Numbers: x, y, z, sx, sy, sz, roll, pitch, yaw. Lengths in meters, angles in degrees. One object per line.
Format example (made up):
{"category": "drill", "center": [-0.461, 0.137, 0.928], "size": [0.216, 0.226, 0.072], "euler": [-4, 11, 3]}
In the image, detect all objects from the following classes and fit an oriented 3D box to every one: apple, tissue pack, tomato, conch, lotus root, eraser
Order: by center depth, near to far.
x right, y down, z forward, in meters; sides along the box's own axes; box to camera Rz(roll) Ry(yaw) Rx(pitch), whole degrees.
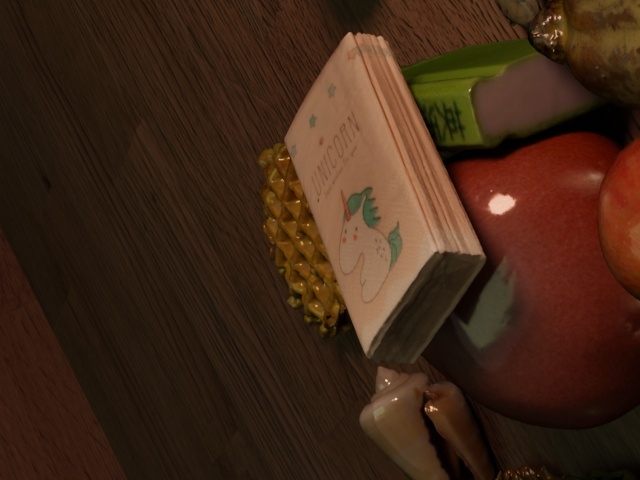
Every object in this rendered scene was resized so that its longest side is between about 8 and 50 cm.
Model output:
{"category": "apple", "center": [0.366, -0.014, 1.644], "size": [0.164, 0.209, 0.209], "euler": [-73, -22, -61]}
{"category": "lotus root", "center": [0.318, -0.208, 1.645], "size": [0.309, 0.173, 0.173], "euler": [10, 119, 60]}
{"category": "tissue pack", "center": [0.060, -0.047, 1.797], "size": [0.170, 0.071, 0.325], "euler": [-61, 35, 37]}
{"category": "tomato", "center": [0.223, 0.046, 1.866], "size": [0.341, 0.273, 0.341], "euler": [22, 116, 54]}
{"category": "eraser", "center": [0.172, -0.159, 1.900], "size": [0.274, 0.210, 0.092], "euler": [2, 111, 60]}
{"category": "conch", "center": [0.162, 0.266, 2.378], "size": [0.158, 0.127, 0.255], "euler": [-27, 109, 35]}

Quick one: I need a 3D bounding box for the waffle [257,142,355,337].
{"category": "waffle", "center": [-0.003, 0.001, 2.523], "size": [0.307, 0.060, 0.312], "euler": [23, 129, 58]}

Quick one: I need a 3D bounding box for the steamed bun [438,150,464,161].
{"category": "steamed bun", "center": [0.134, -0.080, 2.143], "size": [0.175, 0.106, 0.145], "euler": [50, 149, 37]}

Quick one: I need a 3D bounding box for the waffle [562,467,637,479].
{"category": "waffle", "center": [0.345, 0.372, 2.091], "size": [0.214, 0.054, 0.208], "euler": [-8, 104, 41]}

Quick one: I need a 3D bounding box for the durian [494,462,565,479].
{"category": "durian", "center": [0.287, 0.421, 2.244], "size": [0.186, 0.154, 0.260], "euler": [-8, 111, 38]}

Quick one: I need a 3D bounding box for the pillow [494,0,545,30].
{"category": "pillow", "center": [0.183, -0.333, 1.918], "size": [0.093, 0.051, 0.241], "euler": [-20, 93, 59]}
